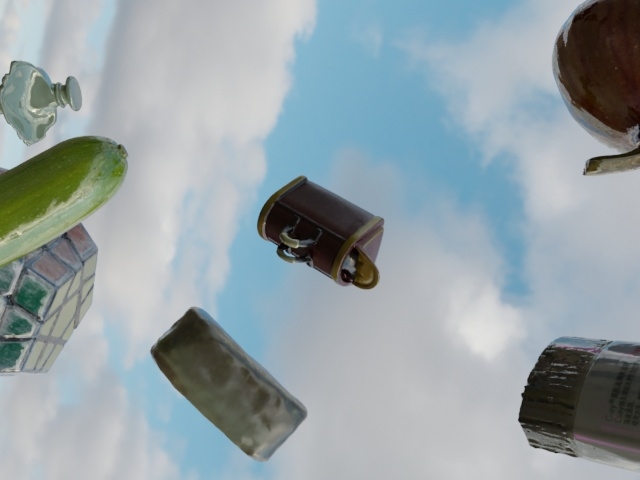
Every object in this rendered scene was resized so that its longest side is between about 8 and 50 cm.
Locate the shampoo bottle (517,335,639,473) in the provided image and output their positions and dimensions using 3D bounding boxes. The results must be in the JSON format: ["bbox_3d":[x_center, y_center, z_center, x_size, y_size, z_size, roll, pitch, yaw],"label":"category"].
[{"bbox_3d":[0.231,0.101,0.421,0.227,0.056,0.086,-1,-143,46],"label":"shampoo bottle"}]

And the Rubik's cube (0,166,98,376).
[{"bbox_3d":[-0.459,0.048,0.987,0.319,0.318,0.264,-22,-112,59],"label":"Rubik's cube"}]

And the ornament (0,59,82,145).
[{"bbox_3d":[-0.247,-0.116,0.612,0.041,0.092,0.068,-100,-149,-60],"label":"ornament"}]

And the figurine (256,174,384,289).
[{"bbox_3d":[0.000,0.001,0.796,0.154,0.098,0.082,32,-59,28],"label":"figurine"}]

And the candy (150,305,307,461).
[{"bbox_3d":[-0.131,0.204,1.053,0.104,0.234,0.102,-46,-166,-8],"label":"candy"}]

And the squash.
[{"bbox_3d":[-0.286,-0.047,0.779,0.095,0.188,0.095,61,-7,12],"label":"squash"}]

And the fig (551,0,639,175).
[{"bbox_3d":[0.313,-0.136,0.695,0.175,0.175,0.207,-46,-146,47],"label":"fig"}]
